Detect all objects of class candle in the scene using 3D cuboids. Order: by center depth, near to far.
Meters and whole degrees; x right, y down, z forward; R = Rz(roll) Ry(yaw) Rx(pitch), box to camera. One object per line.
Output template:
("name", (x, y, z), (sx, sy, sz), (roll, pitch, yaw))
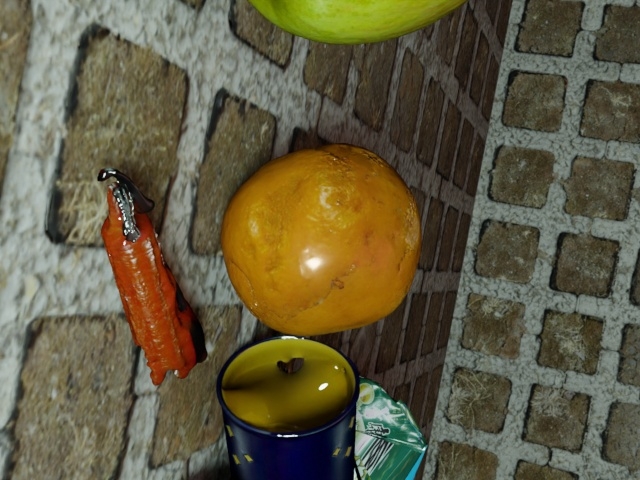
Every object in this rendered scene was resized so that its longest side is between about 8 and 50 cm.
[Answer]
("candle", (-0.162, 0.042, 0.809), (0.301, 0.059, 0.084), (84, 13, -46))

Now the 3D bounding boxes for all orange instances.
("orange", (0.000, 0.000, 0.988), (0.240, 0.240, 0.239), (11, 90, -72))

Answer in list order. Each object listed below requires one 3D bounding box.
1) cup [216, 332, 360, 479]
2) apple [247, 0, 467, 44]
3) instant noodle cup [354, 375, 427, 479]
("cup", (-0.023, 0.254, 1.151), (0.255, 0.179, 0.256), (-56, 153, -47))
("apple", (0.035, -0.343, 0.763), (0.339, 0.340, 0.339), (11, 90, -72))
("instant noodle cup", (0.040, 0.354, 1.344), (0.178, 0.240, 0.240), (86, 22, -56))
